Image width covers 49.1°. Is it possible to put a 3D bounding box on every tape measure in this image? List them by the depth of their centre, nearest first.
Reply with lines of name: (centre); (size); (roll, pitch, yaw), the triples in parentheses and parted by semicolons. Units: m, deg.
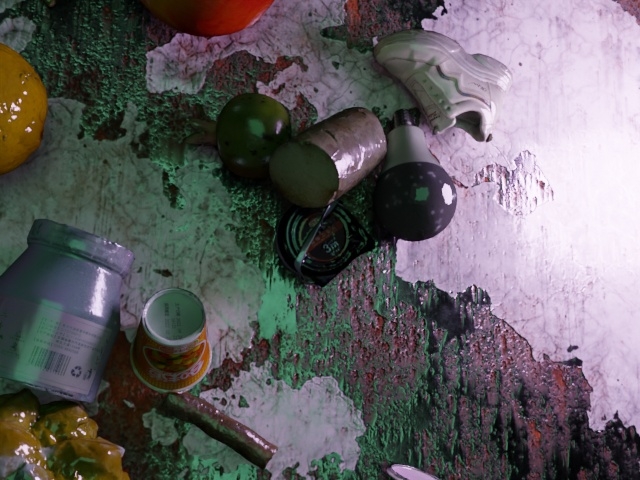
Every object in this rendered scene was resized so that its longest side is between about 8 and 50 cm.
tape measure: (-0.003, -0.004, 1.493); (0.182, 0.107, 0.181); (-35, 92, -17)

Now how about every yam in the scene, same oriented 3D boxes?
yam: (-0.199, 0.374, 1.399); (0.253, 0.061, 0.061); (33, 74, -6)
yam: (0.025, -0.173, 1.451); (0.161, 0.161, 0.268); (50, 39, 0)

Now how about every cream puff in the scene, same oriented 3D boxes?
cream puff: (-0.506, 0.430, 1.229); (0.379, 0.275, 0.377); (-2, 108, -5)

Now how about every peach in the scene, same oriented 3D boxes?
peach: (-0.213, -0.620, 1.434); (0.389, 0.388, 0.387); (2, 79, -13)

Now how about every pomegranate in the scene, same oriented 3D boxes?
pomegranate: (-0.170, -0.222, 1.468); (0.225, 0.181, 0.181); (6, 77, 11)

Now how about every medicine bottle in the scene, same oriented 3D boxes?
medicine bottle: (-0.483, 0.128, 1.288); (0.245, 0.245, 0.289); (20, 73, -9)

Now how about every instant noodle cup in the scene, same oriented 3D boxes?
instant noodle cup: (-0.280, 0.182, 1.327); (0.169, 0.185, 0.168); (6, 58, -10)

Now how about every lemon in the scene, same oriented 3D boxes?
lemon: (-0.654, -0.248, 1.302); (0.293, 0.293, 0.292); (2, 79, -13)

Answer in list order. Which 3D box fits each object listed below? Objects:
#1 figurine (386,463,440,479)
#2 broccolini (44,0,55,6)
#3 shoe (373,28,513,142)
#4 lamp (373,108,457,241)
figurine: (0.178, 0.554, 1.429); (0.132, 0.132, 0.153); (18, 88, -9)
broccolini: (-0.649, -0.581, 1.475); (0.216, 0.058, 0.067); (44, 70, -3)
shoe: (0.274, -0.345, 1.608); (0.342, 0.132, 0.210); (17, 73, -13)
lamp: (0.196, -0.136, 1.561); (0.182, 0.181, 0.313); (3, 46, -13)
